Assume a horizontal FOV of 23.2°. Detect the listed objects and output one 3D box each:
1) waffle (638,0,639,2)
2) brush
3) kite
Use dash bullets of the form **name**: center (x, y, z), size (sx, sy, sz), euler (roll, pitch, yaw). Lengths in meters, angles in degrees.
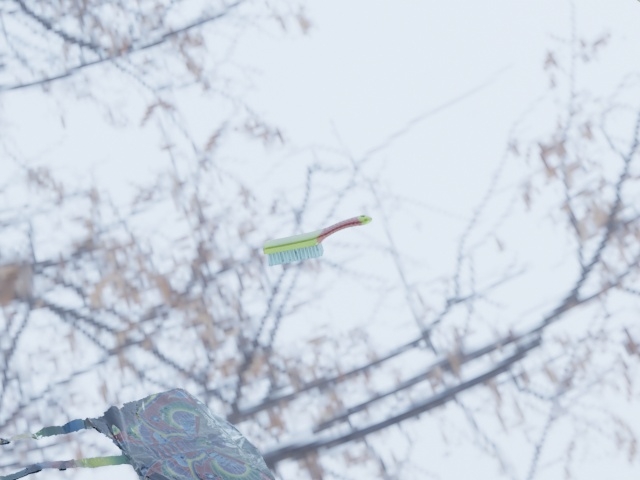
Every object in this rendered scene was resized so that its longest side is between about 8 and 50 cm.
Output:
- **waffle**: center (0.288, -0.176, 0.853), size (0.253, 0.056, 0.249), euler (40, -96, -19)
- **brush**: center (0.000, 0.000, 1.139), size (0.083, 0.019, 0.021), euler (-17, -74, 11)
- **kite**: center (-0.163, 0.180, 1.279), size (0.285, 0.152, 0.015), euler (-7, -53, -46)
